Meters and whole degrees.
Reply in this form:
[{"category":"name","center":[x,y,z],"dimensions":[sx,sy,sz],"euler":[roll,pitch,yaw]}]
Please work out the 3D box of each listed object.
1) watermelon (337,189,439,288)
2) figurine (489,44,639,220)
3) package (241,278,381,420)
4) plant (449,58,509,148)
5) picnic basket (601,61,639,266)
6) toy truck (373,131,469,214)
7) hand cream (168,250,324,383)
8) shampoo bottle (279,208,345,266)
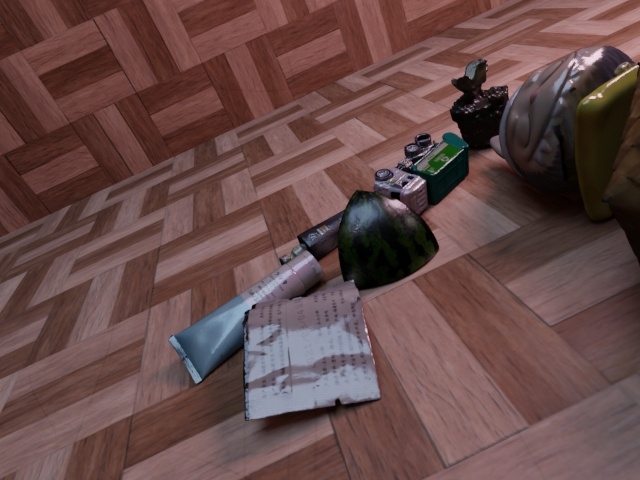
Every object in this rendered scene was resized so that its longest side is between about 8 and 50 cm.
[{"category":"watermelon","center":[0.129,0.003,0.846],"dimensions":[0.145,0.193,0.137],"euler":[4,-4,37]},{"category":"figurine","center":[0.493,-0.256,0.837],"dimensions":[0.361,0.266,0.378],"euler":[-17,34,-8]},{"category":"package","center":[-0.024,0.158,0.725],"dimensions":[0.204,0.062,0.251],"euler":[-13,34,2]},{"category":"plant","center":[0.391,-0.334,1.098],"dimensions":[0.131,0.203,0.142],"euler":[-10,37,36]},{"category":"picnic basket","center":[0.533,-0.088,0.484],"dimensions":[0.337,0.293,0.337],"euler":[-35,28,22]},{"category":"toy truck","center":[0.234,-0.150,1.014],"dimensions":[0.124,0.114,0.253],"euler":[24,55,39]},{"category":"hand cream","center":[-0.131,0.138,0.865],"dimensions":[0.312,0.070,0.111],"euler":[-35,62,-14]},{"category":"shampoo bottle","center":[0.001,0.000,0.991],"dimensions":[0.207,0.063,0.057],"euler":[-33,41,-17]}]
